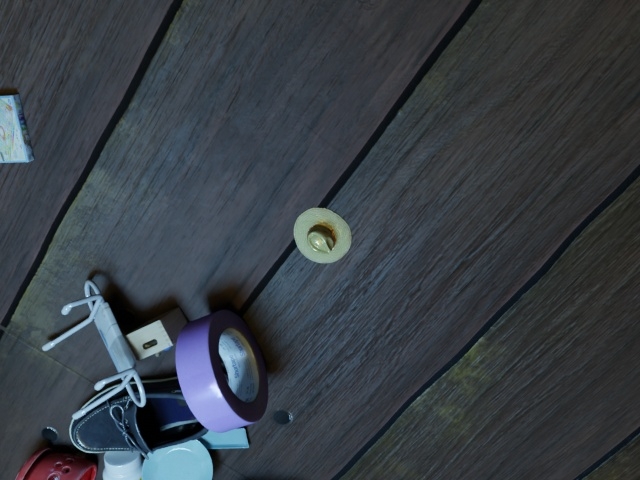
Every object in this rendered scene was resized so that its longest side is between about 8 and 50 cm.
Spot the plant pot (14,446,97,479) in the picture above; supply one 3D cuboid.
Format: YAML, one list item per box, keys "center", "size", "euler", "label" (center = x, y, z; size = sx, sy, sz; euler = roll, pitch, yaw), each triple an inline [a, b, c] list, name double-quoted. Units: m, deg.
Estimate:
- center: [-0.765, 0.699, 1.601]
  size: [0.174, 0.191, 0.191]
  euler: [21, 112, 1]
  label: "plant pot"

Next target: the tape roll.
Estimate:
- center: [-0.228, 0.308, 1.339]
  size: [0.090, 0.275, 0.274]
  euler: [-22, 107, 14]
  label: "tape roll"

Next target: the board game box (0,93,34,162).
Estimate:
- center: [-0.738, -0.259, 1.307]
  size: [0.103, 0.026, 0.154]
  euler: [0, 112, 6]
  label: "board game box"

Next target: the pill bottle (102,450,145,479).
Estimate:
- center: [-0.558, 0.693, 1.612]
  size: [0.119, 0.119, 0.208]
  euler: [3, 112, 5]
  label: "pill bottle"

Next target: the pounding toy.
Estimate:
- center: [-0.411, 0.250, 1.426]
  size: [0.141, 0.130, 0.100]
  euler: [-25, 94, 15]
  label: "pounding toy"

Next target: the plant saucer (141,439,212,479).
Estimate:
- center: [-0.396, 0.643, 1.565]
  size: [0.195, 0.037, 0.195]
  euler: [1, 75, -4]
  label: "plant saucer"

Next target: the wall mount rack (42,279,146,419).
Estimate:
- center: [-0.574, 0.289, 1.402]
  size: [0.350, 0.130, 0.304]
  euler: [60, 140, 13]
  label: "wall mount rack"

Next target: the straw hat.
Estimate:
- center: [0.000, 0.000, 1.307]
  size: [0.144, 0.061, 0.144]
  euler: [2, 111, 5]
  label: "straw hat"

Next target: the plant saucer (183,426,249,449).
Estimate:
- center: [-0.298, 0.556, 1.583]
  size: [0.192, 0.018, 0.067]
  euler: [-5, 110, 8]
  label: "plant saucer"

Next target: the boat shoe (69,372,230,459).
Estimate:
- center: [-0.467, 0.472, 1.487]
  size: [0.500, 0.156, 0.186]
  euler: [-17, 102, 14]
  label: "boat shoe"
